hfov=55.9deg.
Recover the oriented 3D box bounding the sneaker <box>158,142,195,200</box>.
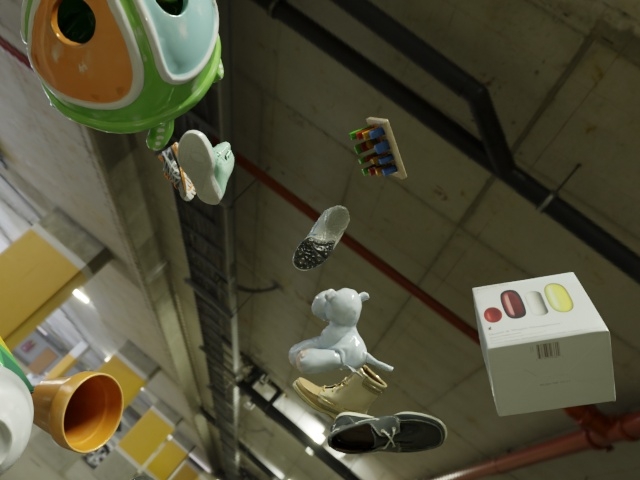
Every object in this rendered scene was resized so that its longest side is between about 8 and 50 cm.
[{"bbox_3d":[-0.471,-0.217,1.984,0.084,0.083,0.215,59,9,-65],"label":"sneaker"}]

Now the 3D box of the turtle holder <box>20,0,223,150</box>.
[{"bbox_3d":[-0.231,-0.301,0.783,0.243,0.320,0.227,41,-23,16],"label":"turtle holder"}]

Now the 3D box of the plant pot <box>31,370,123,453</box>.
[{"bbox_3d":[-0.672,0.447,1.618,0.188,0.205,0.205,2,-42,28],"label":"plant pot"}]

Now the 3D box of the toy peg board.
[{"bbox_3d":[0.146,-0.236,1.609,0.160,0.079,0.161,-130,-163,-72],"label":"toy peg board"}]

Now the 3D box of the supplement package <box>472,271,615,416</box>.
[{"bbox_3d":[0.388,0.179,1.077,0.194,0.203,0.149,-11,-67,10],"label":"supplement package"}]

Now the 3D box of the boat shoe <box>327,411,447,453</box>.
[{"bbox_3d":[0.129,0.385,1.178,0.233,0.079,0.084,-4,-86,19],"label":"boat shoe"}]

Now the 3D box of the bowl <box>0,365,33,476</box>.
[{"bbox_3d":[-0.761,0.424,1.310,0.134,0.298,0.298,11,-39,47],"label":"bowl"}]

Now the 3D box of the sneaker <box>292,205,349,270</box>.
[{"bbox_3d":[0.000,0.000,1.626,0.085,0.237,0.086,41,-34,-3],"label":"sneaker"}]

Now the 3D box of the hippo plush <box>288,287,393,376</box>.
[{"bbox_3d":[0.031,0.259,1.769,0.294,0.234,0.237,-3,-91,60],"label":"hippo plush"}]

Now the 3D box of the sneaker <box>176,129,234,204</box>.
[{"bbox_3d":[-0.293,-0.227,1.567,0.094,0.151,0.256,10,-32,10],"label":"sneaker"}]

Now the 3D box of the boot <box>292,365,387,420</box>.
[{"bbox_3d":[0.062,0.474,1.964,0.262,0.203,0.095,33,13,0],"label":"boot"}]

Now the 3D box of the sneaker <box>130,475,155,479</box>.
[{"bbox_3d":[-0.325,0.616,1.252,0.286,0.109,0.130,45,-25,14],"label":"sneaker"}]

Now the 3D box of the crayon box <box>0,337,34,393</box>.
[{"bbox_3d":[-0.913,0.314,1.533,0.323,0.203,0.083,53,-4,7],"label":"crayon box"}]
